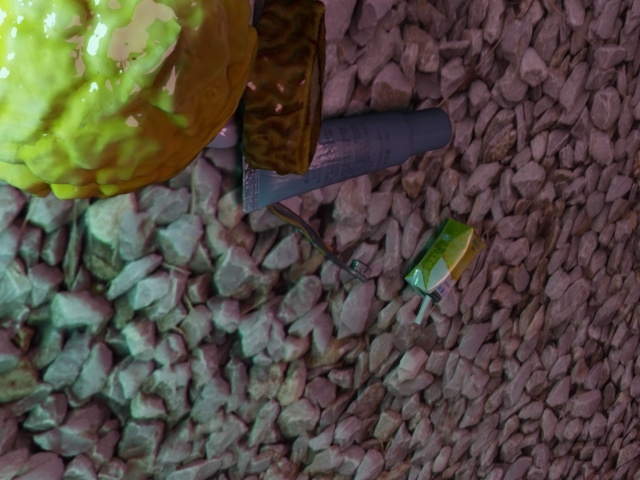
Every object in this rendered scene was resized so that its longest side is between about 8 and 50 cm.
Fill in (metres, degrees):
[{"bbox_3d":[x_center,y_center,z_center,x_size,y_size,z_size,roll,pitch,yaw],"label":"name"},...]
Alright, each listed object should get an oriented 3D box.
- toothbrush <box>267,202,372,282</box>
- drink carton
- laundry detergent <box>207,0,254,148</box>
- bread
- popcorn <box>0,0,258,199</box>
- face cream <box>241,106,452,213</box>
[{"bbox_3d":[-0.001,0.002,1.740,0.321,0.023,0.031,35,79,-50],"label":"toothbrush"},{"bbox_3d":[0.213,0.061,1.947,0.200,0.074,0.084,-52,137,-8],"label":"drink carton"},{"bbox_3d":[-0.129,-0.285,1.380,0.159,0.087,0.335,-74,172,-61],"label":"laundry detergent"},{"bbox_3d":[-0.046,-0.204,1.441,0.222,0.096,0.181,92,8,-52],"label":"bread"},{"bbox_3d":[-0.242,-0.206,1.139,0.390,0.354,0.344,42,71,-44],"label":"popcorn"},{"bbox_3d":[0.041,-0.144,1.660,0.385,0.086,0.136,-16,119,-33],"label":"face cream"}]
